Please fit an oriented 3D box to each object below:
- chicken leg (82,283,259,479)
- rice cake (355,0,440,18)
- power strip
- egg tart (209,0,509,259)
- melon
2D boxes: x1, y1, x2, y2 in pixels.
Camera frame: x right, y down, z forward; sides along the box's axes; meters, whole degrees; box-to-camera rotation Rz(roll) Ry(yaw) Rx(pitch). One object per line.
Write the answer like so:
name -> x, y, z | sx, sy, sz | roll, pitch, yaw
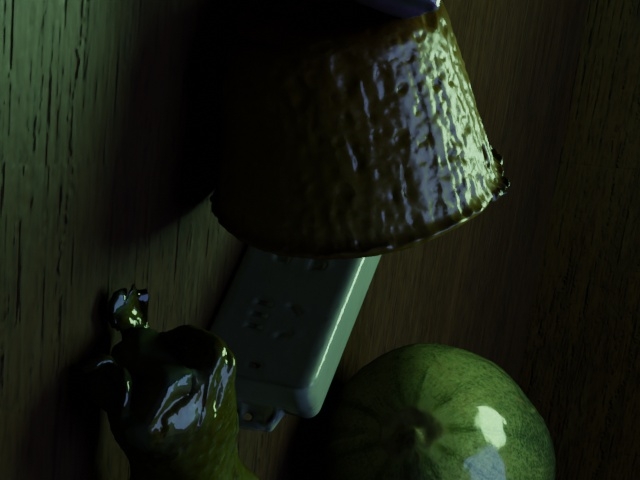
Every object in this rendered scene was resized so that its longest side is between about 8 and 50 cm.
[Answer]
chicken leg -> -0.088, 0.223, 1.091 | 0.201, 0.153, 0.429 | -47, 141, -46
rice cake -> 0.059, -0.290, 1.114 | 0.064, 0.070, 0.399 | -48, -156, 41
power strip -> 0.000, 0.000, 1.279 | 0.058, 0.098, 0.338 | 78, 29, -52
egg tart -> 0.020, -0.085, 1.100 | 0.215, 0.215, 0.170 | -54, 143, -54
melon -> 0.119, 0.233, 1.637 | 0.329, 0.249, 0.248 | 51, 54, -64
